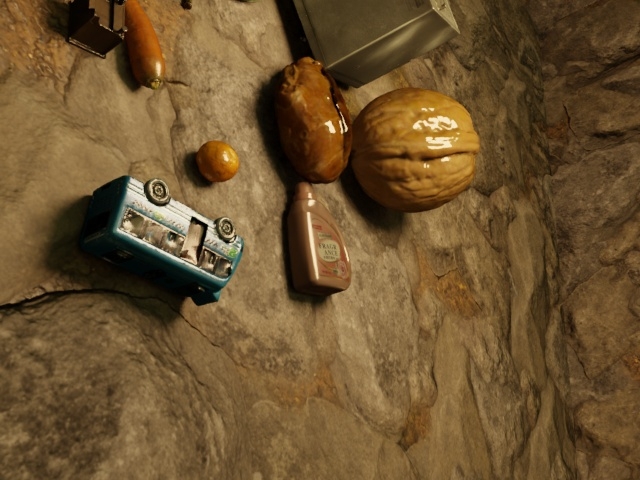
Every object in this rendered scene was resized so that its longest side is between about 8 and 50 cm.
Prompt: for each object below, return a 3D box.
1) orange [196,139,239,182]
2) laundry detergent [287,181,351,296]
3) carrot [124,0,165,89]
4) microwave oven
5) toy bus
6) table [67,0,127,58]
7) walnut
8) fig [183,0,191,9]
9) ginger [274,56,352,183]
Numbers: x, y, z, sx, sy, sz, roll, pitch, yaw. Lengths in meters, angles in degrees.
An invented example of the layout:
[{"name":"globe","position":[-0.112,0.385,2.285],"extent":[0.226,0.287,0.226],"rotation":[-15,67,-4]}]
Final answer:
[{"name":"orange","position":[-0.194,-0.147,1.201],"extent":[0.083,0.070,0.083],"rotation":[46,32,-41]},{"name":"laundry detergent","position":[0.000,0.000,1.385],"extent":[0.171,0.076,0.237],"rotation":[18,59,-49]},{"name":"carrot","position":[-0.338,-0.393,1.142],"extent":[0.066,0.062,0.271],"rotation":[-20,86,-10]},{"name":"microwave oven","position":[0.109,-0.653,1.559],"extent":[0.236,0.374,0.433],"rotation":[-7,77,-62]},{"name":"toy bus","position":[-0.248,0.002,1.026],"extent":[0.246,0.113,0.134],"rotation":[32,55,-38]},{"name":"table","position":[-0.367,-0.369,1.065],"extent":[0.070,0.082,0.083],"rotation":[17,62,-47]},{"name":"walnut","position":[0.235,-0.223,1.586],"extent":[0.332,0.332,0.333],"rotation":[26,55,-44]},{"name":"fig","position":[-0.274,-0.586,1.277],"extent":[0.124,0.124,0.237],"rotation":[-33,116,-53]},{"name":"ginger","position":[-0.021,-0.283,1.409],"extent":[0.172,0.165,0.322],"rotation":[51,29,-67]}]
